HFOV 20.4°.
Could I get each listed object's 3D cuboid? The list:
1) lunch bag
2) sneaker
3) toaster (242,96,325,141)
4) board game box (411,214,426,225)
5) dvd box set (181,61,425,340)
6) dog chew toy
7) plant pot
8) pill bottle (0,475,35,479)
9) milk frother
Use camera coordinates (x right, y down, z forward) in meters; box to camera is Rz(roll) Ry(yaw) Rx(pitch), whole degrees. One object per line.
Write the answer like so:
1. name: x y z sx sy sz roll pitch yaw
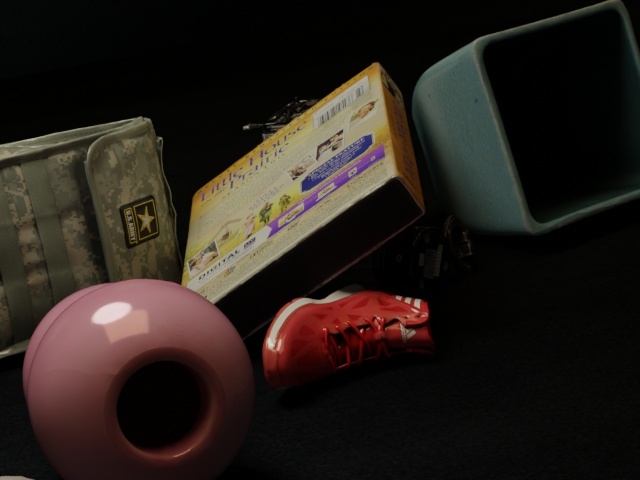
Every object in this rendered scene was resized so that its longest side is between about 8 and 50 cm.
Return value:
1. lunch bag: -0.302 -0.007 2.101 0.287 0.235 0.169 -15 13 -20
2. sneaker: 0.041 0.096 1.851 0.128 0.087 0.221 1 20 32
3. toaster: 0.005 -0.147 2.625 0.186 0.110 0.168 -3 17 17
4. board game box: 0.000 0.000 2.287 0.145 0.027 0.281 5 22 36
5. dvd box set: -0.028 -0.044 2.100 0.307 0.062 0.420 -35 19 12
6. dog chew toy: -0.189 0.131 1.681 0.207 0.206 0.332 -15 9 -19
7. plant pot: 0.256 -0.142 2.280 0.247 0.248 0.252 -19 3 -29
8. pill bottle: -0.373 0.285 1.197 0.392 0.224 0.224 -6 17 9
9. milk frother: 0.096 0.015 2.105 0.135 0.129 0.143 5 -22 37
